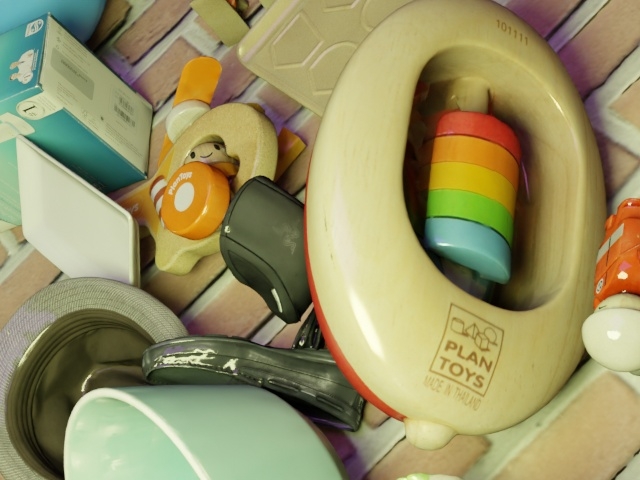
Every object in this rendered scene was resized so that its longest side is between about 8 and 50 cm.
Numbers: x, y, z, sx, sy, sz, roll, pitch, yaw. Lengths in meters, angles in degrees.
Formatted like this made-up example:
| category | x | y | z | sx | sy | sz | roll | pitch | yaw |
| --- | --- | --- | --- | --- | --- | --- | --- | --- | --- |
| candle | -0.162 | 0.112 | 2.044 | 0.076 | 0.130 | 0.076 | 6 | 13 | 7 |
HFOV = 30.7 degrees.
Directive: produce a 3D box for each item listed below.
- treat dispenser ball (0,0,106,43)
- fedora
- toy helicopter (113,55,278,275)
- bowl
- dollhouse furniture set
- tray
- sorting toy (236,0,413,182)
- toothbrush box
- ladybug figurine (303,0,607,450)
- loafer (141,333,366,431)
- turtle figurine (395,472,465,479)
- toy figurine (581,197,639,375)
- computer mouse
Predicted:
| category | x | y | z | sx | sy | sz | roll | pitch | yaw |
| --- | --- | --- | --- | --- | --- | --- | --- | --- | --- |
| treat dispenser ball | -0.445 | -0.377 | 1.649 | 0.288 | 0.288 | 0.288 | -17 | 53 | 25 |
| fedora | -0.225 | 0.177 | 1.250 | 0.275 | 0.124 | 0.244 | 21 | 77 | 32 |
| toy helicopter | -0.186 | -0.063 | 1.378 | 0.355 | 0.140 | 0.235 | -22 | 60 | 38 |
| bowl | -0.081 | 0.251 | 1.026 | 0.163 | 0.312 | 0.311 | -20 | 33 | -37 |
| dollhouse furniture set | -0.083 | -0.433 | 1.542 | 0.259 | 0.135 | 0.262 | -26 | 50 | 19 |
| tray | -0.280 | -0.019 | 1.363 | 0.030 | 0.145 | 0.270 | -19 | 35 | -35 |
| sorting toy | 0.000 | -0.217 | 1.418 | 0.307 | 0.041 | 0.229 | -50 | 51 | -2 |
| toothbrush box | -0.400 | -0.138 | 1.515 | 0.295 | 0.216 | 0.126 | -19 | 53 | 25 |
| ladybug figurine | 0.111 | -0.019 | 1.059 | 0.162 | 0.305 | 0.449 | -35 | 33 | 51 |
| loafer | -0.063 | 0.141 | 1.131 | 0.223 | 0.076 | 0.078 | 8 | 61 | -9 |
| turtle figurine | 0.062 | 0.334 | 0.906 | 0.274 | 0.198 | 0.266 | -24 | 46 | 16 |
| toy figurine | 0.321 | 0.069 | 0.889 | 0.213 | 0.209 | 0.148 | -9 | 46 | 30 |
| computer mouse | 0.000 | 0.000 | 1.137 | 0.060 | 0.262 | 0.184 | 16 | 64 | 28 |
